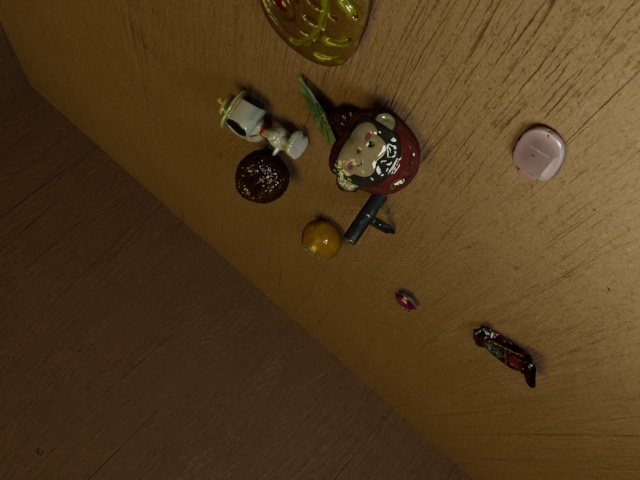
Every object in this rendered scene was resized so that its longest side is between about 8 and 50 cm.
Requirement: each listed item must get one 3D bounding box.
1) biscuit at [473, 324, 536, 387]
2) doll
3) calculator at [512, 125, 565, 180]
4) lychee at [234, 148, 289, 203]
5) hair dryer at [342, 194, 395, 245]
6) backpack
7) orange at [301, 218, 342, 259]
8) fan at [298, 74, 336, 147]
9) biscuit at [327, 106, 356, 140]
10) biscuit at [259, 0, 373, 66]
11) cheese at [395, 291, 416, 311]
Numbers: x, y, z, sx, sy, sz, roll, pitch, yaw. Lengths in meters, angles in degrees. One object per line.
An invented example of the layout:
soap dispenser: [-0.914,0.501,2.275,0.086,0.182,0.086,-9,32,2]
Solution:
biscuit: [0.583,0.356,2.013,0.235,0.063,0.151,33,157,32]
doll: [-0.178,-0.356,1.945,0.271,0.144,0.208,28,175,42]
calculator: [0.441,-0.171,1.302,0.103,0.024,0.166,36,158,17]
lychee: [-0.195,-0.216,2.165,0.194,0.194,0.194,36,158,17]
hair dryer: [0.162,-0.034,1.916,0.050,0.173,0.195,32,172,39]
backpack: [0.139,-0.209,1.570,0.229,0.229,0.139,50,-161,-18]
orange: [0.000,0.000,2.287,0.154,0.134,0.155,42,158,22]
fan: [-0.006,-0.339,1.743,0.240,0.009,0.131,61,171,-13]
biscuit: [0.093,-0.277,1.700,0.192,0.049,0.192,43,166,14]
biscuit: [-0.042,-0.548,1.382,0.350,0.070,0.394,38,159,12]
cheese: [0.306,0.224,2.300,0.095,0.038,0.145,38,165,18]
